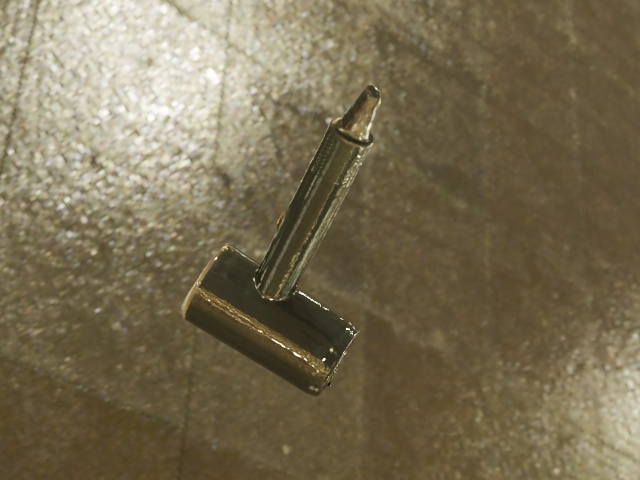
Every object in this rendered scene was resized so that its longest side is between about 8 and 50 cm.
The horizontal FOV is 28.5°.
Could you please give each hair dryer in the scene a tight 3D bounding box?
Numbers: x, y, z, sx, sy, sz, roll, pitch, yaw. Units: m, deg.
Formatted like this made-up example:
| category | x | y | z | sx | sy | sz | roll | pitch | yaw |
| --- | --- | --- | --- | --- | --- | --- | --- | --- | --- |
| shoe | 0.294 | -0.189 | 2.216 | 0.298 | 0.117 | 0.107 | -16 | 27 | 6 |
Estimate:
| category | x | y | z | sx | sy | sz | roll | pitch | yaw |
| --- | --- | --- | --- | --- | --- | --- | --- | --- | --- |
| hair dryer | 0.000 | 0.000 | 0.923 | 0.128 | 0.255 | 0.070 | 33 | 36 | 4 |
